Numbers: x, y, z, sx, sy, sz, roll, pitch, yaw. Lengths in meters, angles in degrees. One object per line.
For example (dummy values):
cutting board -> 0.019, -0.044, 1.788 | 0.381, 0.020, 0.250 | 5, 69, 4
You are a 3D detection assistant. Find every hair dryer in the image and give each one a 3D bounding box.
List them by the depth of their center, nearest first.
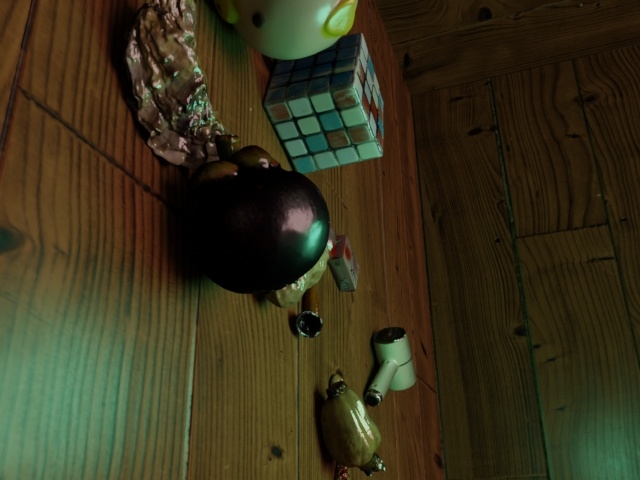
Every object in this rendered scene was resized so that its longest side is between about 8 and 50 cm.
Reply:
hair dryer -> 0.224, 0.467, 2.232 | 0.362, 0.128, 0.203 | -45, 125, -60

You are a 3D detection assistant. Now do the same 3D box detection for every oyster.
oyster -> -0.238, -0.284, 1.134 | 0.238, 0.114, 0.351 | -63, 156, -61

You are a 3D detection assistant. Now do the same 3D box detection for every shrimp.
shrimp -> 0.061, 0.437, 1.859 | 0.162, 0.045, 0.095 | 41, 22, -56

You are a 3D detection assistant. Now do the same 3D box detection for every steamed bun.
steamed bun -> -0.079, -0.600, 1.453 | 0.334, 0.333, 0.374 | -66, 140, -60

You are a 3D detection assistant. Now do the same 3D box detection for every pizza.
pizza -> 0.069, 0.640, 1.775 | 0.100, 0.029, 0.099 | -74, 151, -53

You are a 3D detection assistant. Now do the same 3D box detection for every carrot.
carrot -> -0.024, 0.180, 1.699 | 0.048, 0.048, 0.139 | 50, 32, -58

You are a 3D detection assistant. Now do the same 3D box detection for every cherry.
cherry -> -0.003, -0.003, 1.785 | 0.126, 0.087, 0.106 | 45, 42, -32

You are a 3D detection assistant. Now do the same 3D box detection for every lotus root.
lotus root -> 0.078, 0.495, 1.701 | 0.154, 0.140, 0.257 | -28, 99, -57

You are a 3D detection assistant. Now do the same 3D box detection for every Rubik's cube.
Rubik's cube -> 0.022, -0.370, 1.763 | 0.253, 0.258, 0.256 | 65, 24, -43

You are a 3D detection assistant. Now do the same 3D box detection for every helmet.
helmet -> -0.040, 0.205, 1.623 | 0.084, 0.049, 0.065 | 33, 79, -33

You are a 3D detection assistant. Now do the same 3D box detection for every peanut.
peanut -> -0.058, 0.065, 1.528 | 0.298, 0.120, 0.136 | -47, 121, -65

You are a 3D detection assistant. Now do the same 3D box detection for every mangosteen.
mangosteen -> -0.121, -0.054, 1.180 | 0.302, 0.275, 0.275 | 68, 18, 0

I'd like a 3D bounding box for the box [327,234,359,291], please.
box -> 0.072, 0.072, 2.025 | 0.111, 0.060, 0.156 | -78, 152, -46
